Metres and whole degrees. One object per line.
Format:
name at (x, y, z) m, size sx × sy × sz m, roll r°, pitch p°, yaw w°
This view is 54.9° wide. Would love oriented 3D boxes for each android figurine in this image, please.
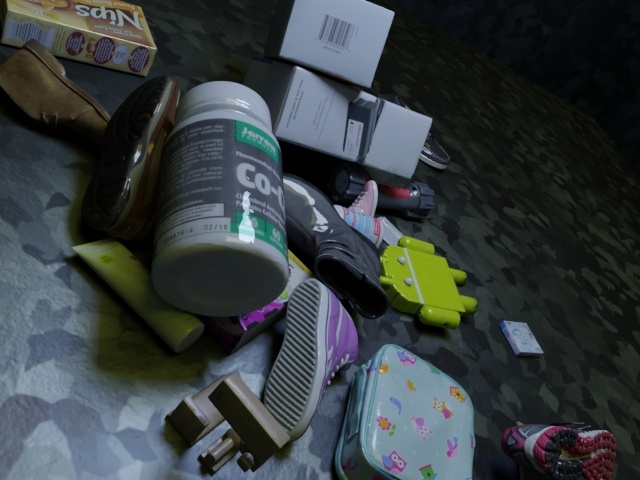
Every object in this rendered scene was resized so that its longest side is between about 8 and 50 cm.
android figurine at (0.234, 0.094, 1.414) m, size 0.273 × 0.056 × 0.248 m, roll 16°, pitch 42°, yaw -25°

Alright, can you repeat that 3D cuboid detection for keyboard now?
keyboard at (0.223, 0.038, 1.519) m, size 0.256 × 0.014 × 0.072 m, roll 45°, pitch 41°, yaw 12°

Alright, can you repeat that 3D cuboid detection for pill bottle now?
pill bottle at (0.055, -0.028, 1.378) m, size 0.160 × 0.087 × 0.087 m, roll 18°, pitch 39°, yaw -23°
pill bottle at (-0.160, -0.077, 1.002) m, size 0.204 × 0.204 × 0.361 m, roll 16°, pitch 49°, yaw -28°

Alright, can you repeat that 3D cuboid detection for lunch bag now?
lunch bag at (0.143, 0.320, 1.042) m, size 0.224 × 0.108 × 0.279 m, roll 29°, pitch 35°, yaw -6°

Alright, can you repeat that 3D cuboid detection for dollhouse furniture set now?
dollhouse furniture set at (-0.104, 0.241, 0.881) m, size 0.144 × 0.151 × 0.123 m, roll 47°, pitch 36°, yaw 10°

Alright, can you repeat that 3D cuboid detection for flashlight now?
flashlight at (0.164, -0.130, 1.580) m, size 0.304 × 0.103 × 0.103 m, roll 5°, pitch 43°, yaw -36°

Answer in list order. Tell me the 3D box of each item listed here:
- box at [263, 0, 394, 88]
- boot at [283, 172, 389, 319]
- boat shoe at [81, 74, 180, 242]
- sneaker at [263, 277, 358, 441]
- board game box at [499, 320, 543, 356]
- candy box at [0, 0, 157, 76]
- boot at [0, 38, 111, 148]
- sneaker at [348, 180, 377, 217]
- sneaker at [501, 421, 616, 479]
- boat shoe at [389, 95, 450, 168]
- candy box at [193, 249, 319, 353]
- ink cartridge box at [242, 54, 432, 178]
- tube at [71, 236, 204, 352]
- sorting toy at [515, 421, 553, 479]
box at (0.003, -0.474, 1.438) m, size 0.215 × 0.168 × 0.345 m, roll 15°, pitch 13°, yaw -14°
boot at (0.000, 0.000, 1.212) m, size 0.338 × 0.118 × 0.223 m, roll 32°, pitch 18°, yaw -11°
boat shoe at (-0.319, -0.143, 1.106) m, size 0.120 × 0.122 × 0.324 m, roll 44°, pitch 52°, yaw -48°
sneaker at (0.004, 0.220, 1.046) m, size 0.161 × 0.102 × 0.282 m, roll 48°, pitch 45°, yaw -39°
board game box at (0.492, 0.241, 1.510) m, size 0.090 × 0.020 × 0.090 m, roll 10°, pitch 43°, yaw -34°
candy box at (-0.546, -0.487, 1.380) m, size 0.316 × 0.087 × 0.183 m, roll 5°, pitch 46°, yaw -38°
boot at (-0.483, -0.237, 1.172) m, size 0.305 × 0.112 × 0.115 m, roll 43°, pitch 66°, yaw 0°
sneaker at (0.091, -0.080, 1.453) m, size 0.070 × 0.134 × 0.051 m, roll 10°, pitch 1°, yaw -19°
sneaker at (0.469, 0.401, 1.175) m, size 0.299 × 0.112 × 0.121 m, roll 28°, pitch 72°, yaw -34°
boat shoe at (0.309, -0.344, 1.955) m, size 0.285 × 0.092 × 0.103 m, roll 47°, pitch 36°, yaw 13°
candy box at (-0.129, 0.080, 1.111) m, size 0.159 × 0.071 × 0.233 m, roll 44°, pitch 35°, yaw 11°
ink cartridge box at (0.027, -0.301, 1.511) m, size 0.395 × 0.166 × 0.285 m, roll 13°, pitch 13°, yaw -31°
tube at (-0.289, 0.078, 0.989) m, size 0.240 × 0.070 × 0.062 m, roll 41°, pitch 75°, yaw 15°
sorting toy at (0.508, 0.513, 1.204) m, size 0.307 × 0.041 × 0.229 m, roll 32°, pitch 31°, yaw -7°
